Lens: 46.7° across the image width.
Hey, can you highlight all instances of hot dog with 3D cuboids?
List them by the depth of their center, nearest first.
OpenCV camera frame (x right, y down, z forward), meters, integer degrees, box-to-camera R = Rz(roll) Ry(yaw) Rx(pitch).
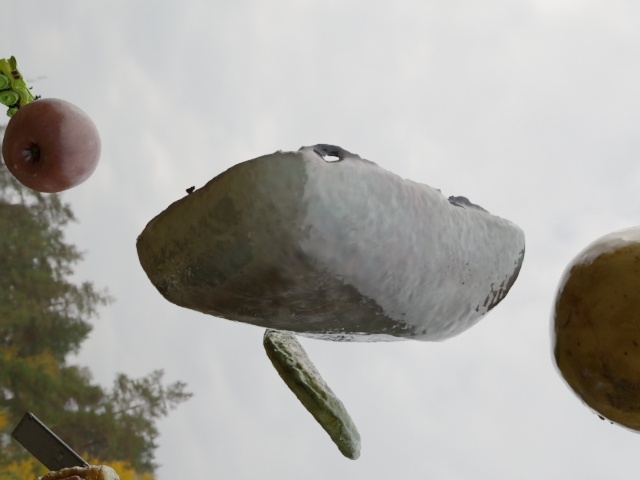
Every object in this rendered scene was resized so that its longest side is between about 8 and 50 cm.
[{"bbox_3d":[-0.367,0.335,0.965,0.066,0.216,0.047,-97,169,-47],"label":"hot dog"}]

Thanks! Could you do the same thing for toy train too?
[{"bbox_3d":[-0.626,-0.279,1.570,0.249,0.085,0.053,83,-15,-57],"label":"toy train"}]

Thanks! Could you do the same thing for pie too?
[{"bbox_3d":[-0.011,0.297,1.444,0.323,0.071,0.323,53,-7,10],"label":"pie"}]

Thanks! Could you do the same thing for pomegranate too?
[{"bbox_3d":[0.377,0.092,0.790,0.260,0.261,0.260,29,-55,51],"label":"pomegranate"}]

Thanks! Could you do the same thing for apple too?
[{"bbox_3d":[-0.434,-0.149,1.188,0.120,0.154,0.153,-57,144,-74],"label":"apple"}]

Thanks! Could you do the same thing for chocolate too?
[{"bbox_3d":[0.021,0.027,0.577,0.185,0.303,0.100,-26,-122,41],"label":"chocolate"}]

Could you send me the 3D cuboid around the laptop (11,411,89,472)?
[{"bbox_3d":[-0.588,0.455,1.607,0.180,0.016,0.129,43,-52,-1],"label":"laptop"}]
